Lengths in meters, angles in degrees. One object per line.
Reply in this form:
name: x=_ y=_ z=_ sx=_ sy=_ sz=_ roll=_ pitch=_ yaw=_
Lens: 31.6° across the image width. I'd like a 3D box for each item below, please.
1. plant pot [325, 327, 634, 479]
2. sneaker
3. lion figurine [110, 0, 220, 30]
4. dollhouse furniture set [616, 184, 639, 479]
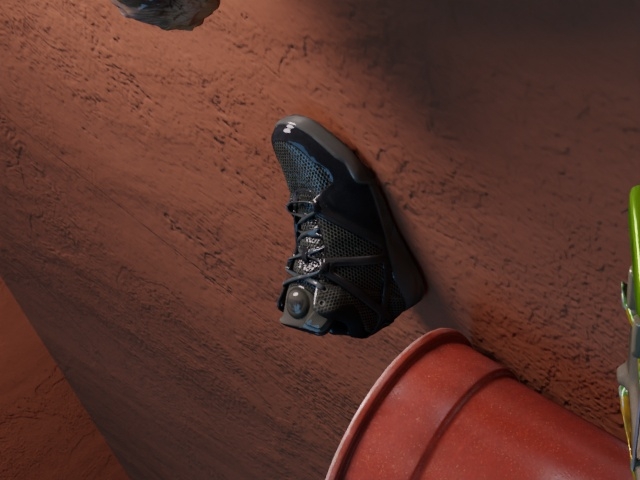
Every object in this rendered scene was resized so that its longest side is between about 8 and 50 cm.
plant pot: x=0.177 y=0.252 z=0.995 sx=0.265 sy=0.272 sz=0.272 roll=23 pitch=146 yaw=29
sneaker: x=0.000 y=0.000 z=1.057 sx=0.087 sy=0.130 sz=0.228 roll=6 pitch=130 yaw=54
lion figurine: x=-0.144 y=-0.329 z=0.758 sx=0.392 sy=0.142 sz=0.240 roll=91 pitch=155 yaw=-65
dollhouse furniture set: x=0.282 y=0.112 z=0.744 sx=0.151 sy=0.198 sz=0.301 roll=-3 pitch=149 yaw=11
